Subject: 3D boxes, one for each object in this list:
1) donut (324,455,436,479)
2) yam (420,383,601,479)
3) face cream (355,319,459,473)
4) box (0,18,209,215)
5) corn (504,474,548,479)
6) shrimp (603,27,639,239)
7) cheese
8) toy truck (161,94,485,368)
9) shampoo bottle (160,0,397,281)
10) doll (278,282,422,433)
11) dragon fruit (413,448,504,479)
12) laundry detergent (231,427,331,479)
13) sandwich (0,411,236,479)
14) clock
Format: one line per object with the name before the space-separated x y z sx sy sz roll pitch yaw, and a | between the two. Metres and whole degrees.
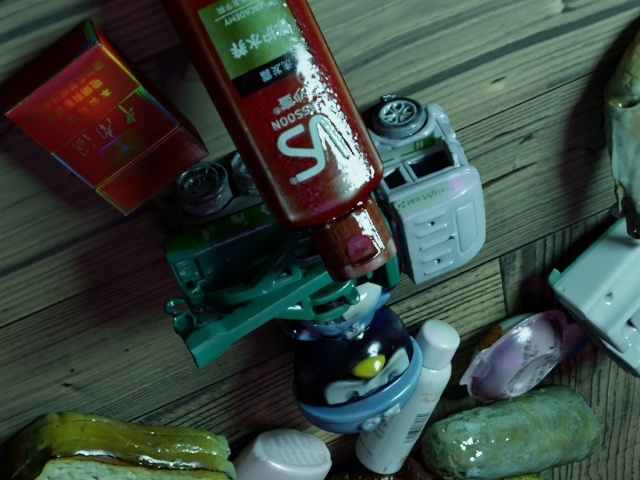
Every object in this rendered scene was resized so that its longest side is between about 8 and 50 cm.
donut | 0.033 0.424 1.478 0.295 0.151 0.112 -44 125 -29
yam | 0.291 0.297 1.463 0.330 0.133 0.133 -3 132 -34
face cream | 0.126 0.223 1.368 0.082 0.082 0.269 -1 132 -26
box | -0.201 -0.110 0.906 0.112 0.048 0.175 -36 137 8
corn | 0.379 0.487 1.716 0.347 0.130 0.130 24 117 -43
shrimp | 0.445 -0.146 1.158 0.247 0.085 0.360 -7 121 -21
cheese | 0.316 0.164 1.414 0.286 0.074 0.189 -10 138 -37
toy truck | -0.001 -0.006 1.019 0.363 0.178 0.176 -24 137 -8
shampoo bottle | -0.027 -0.113 0.861 0.118 0.076 0.314 -30 105 -14
doll | 0.040 0.142 1.205 0.177 0.141 0.314 -25 134 -10
dragon fruit | 0.226 0.379 1.543 0.120 0.127 0.161 -30 138 -11
laundry detergent | -0.120 0.416 1.423 0.159 0.088 0.335 14 124 -37
sandwich | -0.289 0.346 1.265 0.301 0.099 0.271 18 116 -34
clock | 0.475 0.066 1.351 0.231 0.116 0.262 -44 136 5
